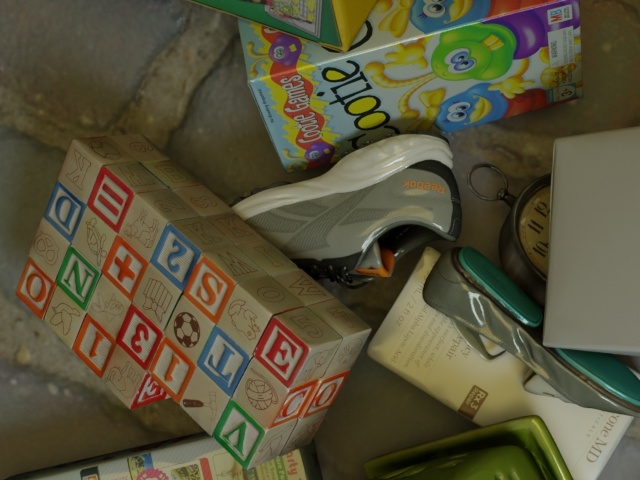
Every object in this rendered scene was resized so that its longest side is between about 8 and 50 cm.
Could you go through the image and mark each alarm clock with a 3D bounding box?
[{"bbox_3d":[0.210,-0.006,1.092,0.192,0.064,0.129,39,62,9],"label":"alarm clock"}]

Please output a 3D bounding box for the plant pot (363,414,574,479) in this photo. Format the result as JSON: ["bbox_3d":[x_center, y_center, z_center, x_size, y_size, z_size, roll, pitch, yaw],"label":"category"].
[{"bbox_3d":[0.110,0.279,0.997,0.228,0.207,0.227,-25,93,39],"label":"plant pot"}]

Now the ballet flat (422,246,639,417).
[{"bbox_3d":[0.177,0.089,1.032,0.213,0.072,0.068,39,118,7],"label":"ballet flat"}]

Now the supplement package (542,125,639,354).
[{"bbox_3d":[0.331,0.005,0.907,0.177,0.293,0.175,8,84,-34],"label":"supplement package"}]

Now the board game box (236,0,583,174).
[{"bbox_3d":[0.075,-0.184,1.071,0.275,0.142,0.144,-15,58,5],"label":"board game box"}]

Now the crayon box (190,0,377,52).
[{"bbox_3d":[-0.071,-0.359,1.055,0.363,0.106,0.313,22,70,21],"label":"crayon box"}]

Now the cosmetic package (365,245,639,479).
[{"bbox_3d":[0.167,0.113,1.097,0.231,0.085,0.117,30,91,8],"label":"cosmetic package"}]

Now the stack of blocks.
[{"bbox_3d":[-0.119,0.060,1.054,0.297,0.087,0.171,39,118,25],"label":"stack of blocks"}]

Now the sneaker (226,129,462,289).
[{"bbox_3d":[0.000,0.000,1.083,0.271,0.100,0.108,-24,67,21],"label":"sneaker"}]

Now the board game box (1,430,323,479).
[{"bbox_3d":[-0.138,0.297,1.114,0.303,0.097,0.224,-13,85,6],"label":"board game box"}]
